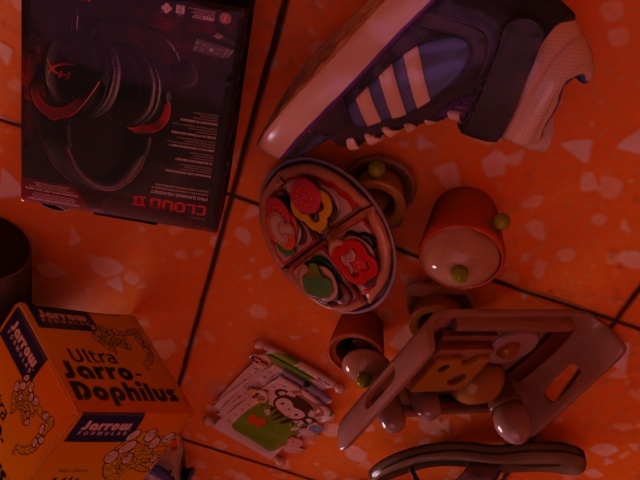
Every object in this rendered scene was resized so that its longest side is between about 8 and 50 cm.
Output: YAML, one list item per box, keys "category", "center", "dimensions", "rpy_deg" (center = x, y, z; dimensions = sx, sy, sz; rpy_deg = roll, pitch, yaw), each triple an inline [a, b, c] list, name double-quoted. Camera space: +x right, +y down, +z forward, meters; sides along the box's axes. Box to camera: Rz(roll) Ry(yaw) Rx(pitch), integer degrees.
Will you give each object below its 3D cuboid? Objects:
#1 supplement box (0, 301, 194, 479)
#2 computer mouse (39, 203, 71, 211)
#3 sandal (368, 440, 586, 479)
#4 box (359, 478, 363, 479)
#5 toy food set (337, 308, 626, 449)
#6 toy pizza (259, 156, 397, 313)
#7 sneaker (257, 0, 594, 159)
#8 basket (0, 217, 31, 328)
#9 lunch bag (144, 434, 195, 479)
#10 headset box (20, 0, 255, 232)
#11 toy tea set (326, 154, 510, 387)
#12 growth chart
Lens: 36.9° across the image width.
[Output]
- category: "supplement box"
  center: [-0.367, 0.280, 1.261]
  dimensions: [0.194, 0.195, 0.356]
  rpy_deg: [12, 120, -51]
- category: "computer mouse"
  center: [-0.287, -0.113, 1.132]
  dimensions: [0.106, 0.042, 0.193]
  rpy_deg: [29, 124, -18]
- category: "sandal"
  center: [0.213, 0.326, 1.329]
  dimensions: [0.302, 0.086, 0.120]
  rpy_deg: [-4, 162, 14]
- category: "box"
  center: [0.067, 0.438, 1.520]
  dimensions: [0.094, 0.027, 0.137]
  rpy_deg: [-27, 119, 29]
- category: "toy food set"
  center: [0.196, 0.184, 1.171]
  dimensions: [0.306, 0.092, 0.220]
  rpy_deg: [3, 139, -32]
- category: "toy pizza"
  center: [0.000, 0.000, 1.109]
  dimensions: [0.201, 0.032, 0.201]
  rpy_deg: [23, 129, 31]
- category: "sneaker"
  center: [0.114, -0.133, 0.965]
  dimensions: [0.236, 0.130, 0.323]
  rpy_deg: [39, 121, -15]
- category: "basket"
  center: [-0.467, 0.087, 1.270]
  dimensions: [0.204, 0.154, 0.227]
  rpy_deg: [19, 127, -7]
- category: "lunch bag"
  center: [-0.324, 0.402, 1.523]
  dimensions: [0.243, 0.115, 0.303]
  rpy_deg: [9, 132, 2]
- category: "headset box"
  center: [-0.193, -0.145, 1.007]
  dimensions: [0.218, 0.110, 0.293]
  rpy_deg: [10, 125, -4]
- category: "toy tea set"
  center: [0.100, 0.066, 1.138]
  dimensions: [0.200, 0.124, 0.336]
  rpy_deg: [10, 130, 4]
- category: "growth chart"
  center: [-0.065, 0.241, 1.391]
  dimensions: [0.172, 0.021, 0.237]
  rpy_deg: [27, 130, -11]
